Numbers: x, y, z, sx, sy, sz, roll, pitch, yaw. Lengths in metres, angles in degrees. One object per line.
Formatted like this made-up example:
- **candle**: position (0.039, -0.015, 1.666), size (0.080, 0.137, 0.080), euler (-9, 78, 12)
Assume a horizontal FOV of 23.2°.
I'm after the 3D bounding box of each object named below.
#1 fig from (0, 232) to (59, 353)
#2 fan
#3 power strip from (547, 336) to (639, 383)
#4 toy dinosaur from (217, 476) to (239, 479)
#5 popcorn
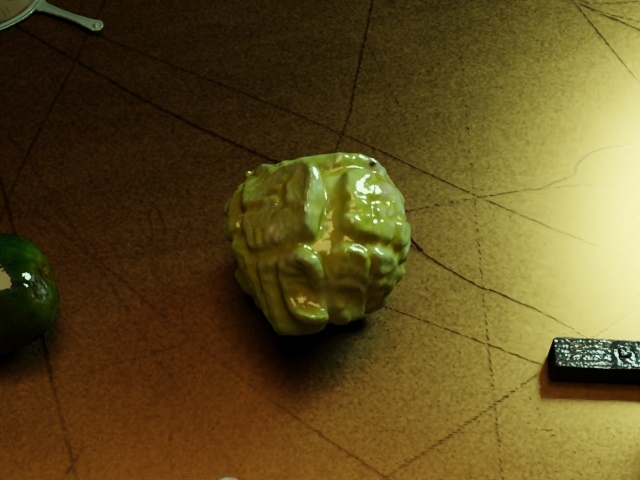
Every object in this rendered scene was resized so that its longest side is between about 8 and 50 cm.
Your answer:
- **fig**: position (-0.341, 0.063, 1.489), size (0.177, 0.117, 0.117), euler (-19, 57, -4)
- **fan**: position (-0.345, -0.278, 1.784), size (0.220, 0.009, 0.132), euler (21, 58, 12)
- **power strip**: position (0.280, 0.117, 1.528), size (0.111, 0.029, 0.038), euler (2, 54, -2)
- **toy dinosaur**: position (-0.111, 0.271, 1.301), size (0.177, 0.194, 0.152), euler (-27, 42, -4)
- **popcorn**: position (0.000, 0.001, 1.513), size (0.185, 0.187, 0.167), euler (-9, 91, -20)
